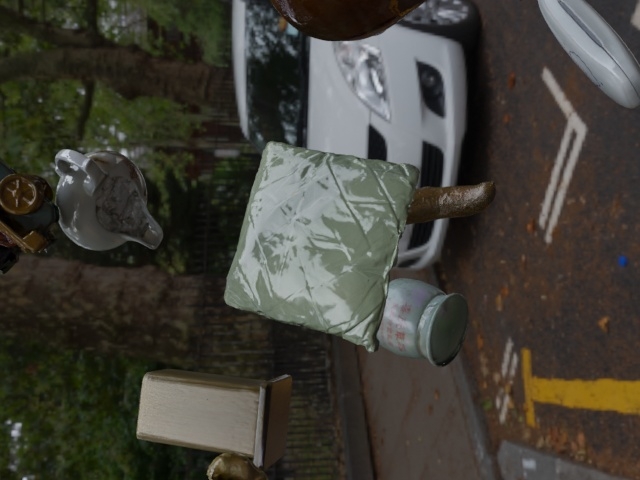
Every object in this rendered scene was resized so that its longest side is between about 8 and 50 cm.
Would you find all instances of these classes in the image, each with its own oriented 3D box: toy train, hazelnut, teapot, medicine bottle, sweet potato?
[{"bbox_3d":[-0.647,-0.088,1.292,0.232,0.369,0.163,-48,12,-6],"label":"toy train"},{"bbox_3d":[0.051,-0.554,1.325,0.366,0.365,0.366,-179,90,-85],"label":"hazelnut"},{"bbox_3d":[-0.436,-0.083,1.450,0.204,0.139,0.298,-62,-33,-16],"label":"teapot"},{"bbox_3d":[0.190,0.154,1.364,0.143,0.147,0.148,16,110,40],"label":"medicine bottle"},{"bbox_3d":[0.265,-0.092,1.798,0.114,0.341,0.092,24,-121,-73],"label":"sweet potato"}]

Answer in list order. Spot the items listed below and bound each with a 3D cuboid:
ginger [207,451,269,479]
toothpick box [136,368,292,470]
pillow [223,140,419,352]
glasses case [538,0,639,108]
[{"bbox_3d":[-0.089,0.347,0.773,0.157,0.102,0.216,50,-140,-27],"label":"ginger"},{"bbox_3d":[-0.236,0.385,1.622,0.190,0.307,0.188,17,-102,-76],"label":"toothpick box"},{"bbox_3d":[-0.001,0.001,1.115,0.076,0.274,0.281,16,-92,-64],"label":"pillow"},{"bbox_3d":[0.304,-0.223,0.814,0.076,0.049,0.197,35,-153,-46],"label":"glasses case"}]
